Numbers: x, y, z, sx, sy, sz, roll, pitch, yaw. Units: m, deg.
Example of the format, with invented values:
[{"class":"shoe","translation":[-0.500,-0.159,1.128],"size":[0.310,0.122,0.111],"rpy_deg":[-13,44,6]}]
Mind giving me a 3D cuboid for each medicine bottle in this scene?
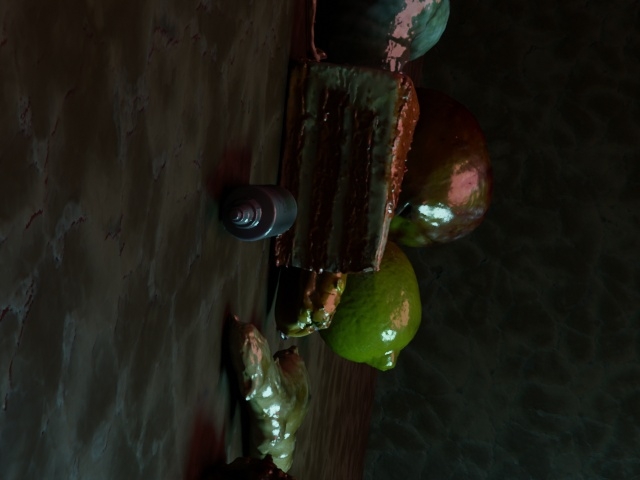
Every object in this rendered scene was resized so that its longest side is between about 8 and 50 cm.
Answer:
[{"class":"medicine bottle","translation":[-0.066,-0.029,1.190],"size":[0.199,0.057,0.058],"rpy_deg":[-15,112,-81]}]

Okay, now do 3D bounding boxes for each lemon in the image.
[{"class":"lemon","translation":[0.071,0.089,1.896],"size":[0.184,0.184,0.248],"rpy_deg":[59,21,-78]}]

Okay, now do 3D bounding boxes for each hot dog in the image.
[{"class":"hot dog","translation":[0.000,0.000,1.547],"size":[0.115,0.072,0.269],"rpy_deg":[-42,-148,57]}]

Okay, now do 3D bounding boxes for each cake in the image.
[{"class":"cake","translation":[0.027,-0.104,1.453],"size":[0.159,0.158,0.262],"rpy_deg":[74,25,-61]}]

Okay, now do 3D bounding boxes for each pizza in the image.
[{"class":"pizza","translation":[-0.075,0.264,1.263],"size":[0.194,0.154,0.069],"rpy_deg":[-159,-124,-76]}]

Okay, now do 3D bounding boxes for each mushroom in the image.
[{"class":"mushroom","translation":[-0.008,-0.334,1.488],"size":[0.028,0.026,0.286],"rpy_deg":[-98,-176,-46]}]

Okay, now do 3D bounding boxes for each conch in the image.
[{"class":"conch","translation":[0.085,-0.307,1.687],"size":[0.220,0.195,0.277],"rpy_deg":[-50,-145,26]}]

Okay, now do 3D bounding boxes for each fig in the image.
[{"class":"fig","translation":[0.138,-0.093,1.652],"size":[0.263,0.224,0.224],"rpy_deg":[-129,-140,-62]}]

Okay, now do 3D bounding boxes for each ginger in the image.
[{"class":"ginger","translation":[-0.060,0.183,1.385],"size":[0.334,0.081,0.148],"rpy_deg":[78,36,-66]}]

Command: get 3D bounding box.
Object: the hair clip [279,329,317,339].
[{"class":"hair clip","translation":[-0.005,0.024,1.682],"size":[0.292,0.084,0.106],"rpy_deg":[-70,148,-41]}]
